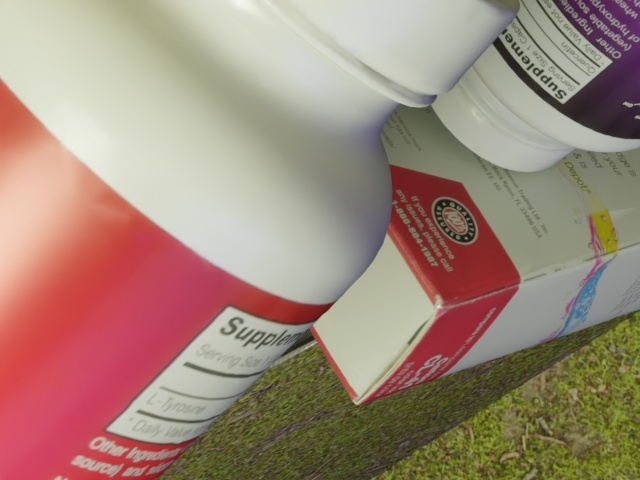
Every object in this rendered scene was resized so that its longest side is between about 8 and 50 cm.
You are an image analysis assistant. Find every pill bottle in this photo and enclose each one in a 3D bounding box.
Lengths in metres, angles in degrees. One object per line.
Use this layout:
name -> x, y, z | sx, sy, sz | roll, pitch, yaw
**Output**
pill bottle -> 0.197, -0.173, 1.175 | 0.181, 0.181, 0.323 | -14, 160, -41
pill bottle -> -0.122, -0.008, 0.803 | 0.408, 0.229, 0.229 | -45, 160, 15

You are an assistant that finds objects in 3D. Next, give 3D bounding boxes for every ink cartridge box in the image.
ink cartridge box -> 0.108, -0.044, 1.348 | 0.306, 0.226, 0.131 | -13, 152, -39

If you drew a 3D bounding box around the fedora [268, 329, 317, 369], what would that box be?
fedora -> 0.000, 0.000, 1.489 | 0.243, 0.124, 0.275 | -30, 179, 41
